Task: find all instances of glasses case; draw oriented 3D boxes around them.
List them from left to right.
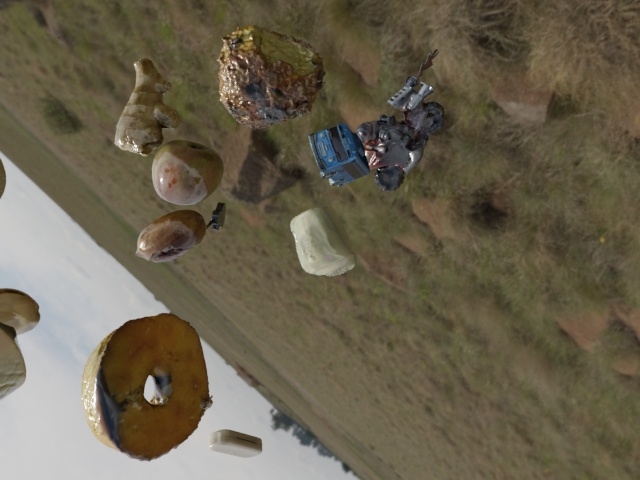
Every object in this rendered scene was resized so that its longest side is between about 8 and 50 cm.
[{"bbox_3d":[-0.255,0.616,1.636,0.196,0.083,0.050,38,-145,-46],"label":"glasses case"}]

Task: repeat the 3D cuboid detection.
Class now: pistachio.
[{"bbox_3d":[-1.025,0.231,1.729,0.230,0.157,0.157,1,178,-26],"label":"pistachio"}]

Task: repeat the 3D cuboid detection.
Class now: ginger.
[{"bbox_3d":[-0.643,-0.501,2.020,0.237,0.374,0.166,12,-177,33],"label":"ginger"}]

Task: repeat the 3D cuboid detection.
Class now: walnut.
[{"bbox_3d":[-0.385,-0.008,1.382,0.115,0.207,0.116,62,-173,-13],"label":"walnut"}]

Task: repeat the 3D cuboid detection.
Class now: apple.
[{"bbox_3d":[-0.500,-0.251,2.030,0.257,0.233,0.257,20,-169,-4],"label":"apple"}]

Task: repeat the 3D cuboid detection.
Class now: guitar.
[{"bbox_3d":[-0.354,-0.060,1.798,0.025,0.088,0.233,9,-160,1],"label":"guitar"}]

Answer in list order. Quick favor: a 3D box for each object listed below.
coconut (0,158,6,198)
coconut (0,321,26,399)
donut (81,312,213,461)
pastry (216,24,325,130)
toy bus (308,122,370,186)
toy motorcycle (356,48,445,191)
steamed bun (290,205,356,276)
[{"bbox_3d":[-0.979,-0.169,1.437,0.259,0.259,0.259,40,165,13],"label":"coconut"},{"bbox_3d":[-0.960,0.334,1.471,0.329,0.329,0.328,40,165,13],"label":"coconut"},{"bbox_3d":[-0.306,0.256,0.966,0.119,0.253,0.253,-3,137,36],"label":"donut"},{"bbox_3d":[-0.194,-0.572,1.965,0.337,0.406,0.292,-49,47,41],"label":"pastry"},{"bbox_3d":[0.045,-0.186,1.181,0.185,0.106,0.089,16,-124,-76],"label":"toy bus"},{"bbox_3d":[0.233,-0.336,1.482,0.207,0.400,0.134,29,-166,-24],"label":"toy motorcycle"},{"bbox_3d":[0.000,0.000,1.688,0.200,0.171,0.225,47,-161,-76],"label":"steamed bun"}]
